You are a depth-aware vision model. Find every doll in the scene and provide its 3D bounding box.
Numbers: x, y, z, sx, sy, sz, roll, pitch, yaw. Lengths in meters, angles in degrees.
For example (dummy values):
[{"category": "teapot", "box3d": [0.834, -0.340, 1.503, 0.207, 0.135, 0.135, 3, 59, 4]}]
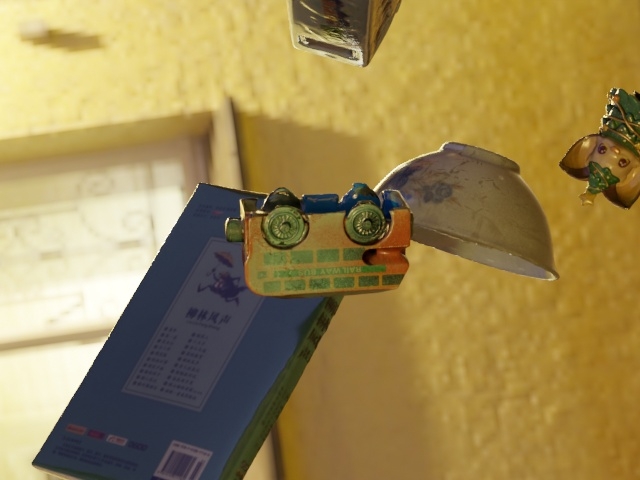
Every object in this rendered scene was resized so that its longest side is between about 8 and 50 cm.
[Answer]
[{"category": "doll", "box3d": [0.277, -0.084, 1.679, 0.113, 0.078, 0.076, -60, -13, 21]}]

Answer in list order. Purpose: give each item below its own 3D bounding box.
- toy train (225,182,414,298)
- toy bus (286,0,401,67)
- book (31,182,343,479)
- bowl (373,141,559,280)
[{"category": "toy train", "box3d": [0.000, 0.000, 1.794, 0.072, 0.188, 0.099, -109, 16, -67]}, {"category": "toy bus", "box3d": [0.025, -0.236, 1.478, 0.329, 0.109, 0.136, 79, -155, -84]}, {"category": "book", "box3d": [-0.118, 0.105, 1.898, 0.379, 0.264, 0.031, -60, -43, -21]}, {"category": "bowl", "box3d": [0.210, -0.056, 2.595, 0.313, 0.313, 0.146, 113, 174, -88]}]
